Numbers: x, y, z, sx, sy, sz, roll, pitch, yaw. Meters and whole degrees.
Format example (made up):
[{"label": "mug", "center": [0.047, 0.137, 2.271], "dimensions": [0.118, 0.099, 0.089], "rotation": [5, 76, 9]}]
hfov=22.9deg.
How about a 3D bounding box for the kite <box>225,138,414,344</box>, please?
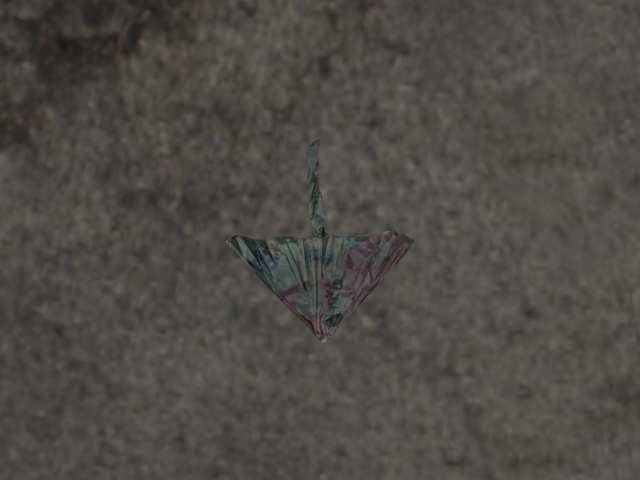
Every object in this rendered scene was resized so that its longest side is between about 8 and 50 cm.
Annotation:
[{"label": "kite", "center": [0.000, 0.000, 1.154], "dimensions": [0.139, 0.157, 0.011], "rotation": [-2, 165, -8]}]
